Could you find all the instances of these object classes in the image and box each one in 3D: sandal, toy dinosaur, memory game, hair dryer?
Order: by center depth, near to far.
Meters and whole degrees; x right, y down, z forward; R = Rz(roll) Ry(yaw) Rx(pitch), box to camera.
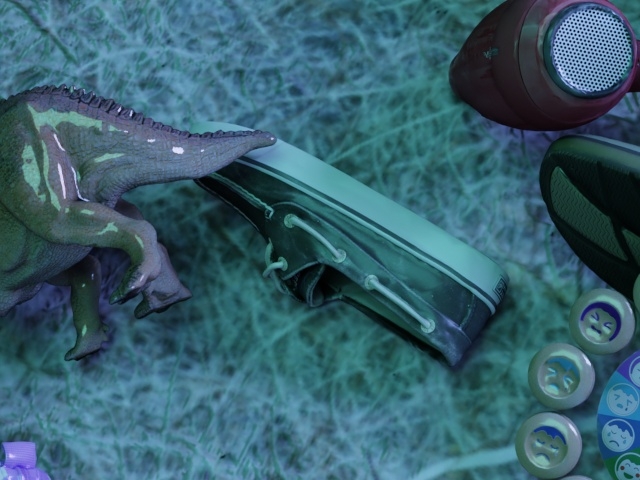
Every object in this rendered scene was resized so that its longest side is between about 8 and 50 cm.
[{"bbox_3d":[0.195,0.102,1.017,0.186,0.012,0.186,0,89,19],"label":"memory game"},{"bbox_3d":[0.269,-0.009,1.037,0.302,0.120,0.086,9,53,12],"label":"sandal"},{"bbox_3d":[0.187,-0.085,1.061,0.293,0.223,0.080,8,85,36],"label":"hair dryer"},{"bbox_3d":[-0.182,-0.029,1.112,0.295,0.127,0.200,-30,81,25],"label":"toy dinosaur"}]

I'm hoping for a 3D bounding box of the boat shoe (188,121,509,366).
[{"bbox_3d":[0.000,0.000,1.114,0.219,0.078,0.070,28,76,22],"label":"boat shoe"}]

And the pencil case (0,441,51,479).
[{"bbox_3d":[-0.162,0.220,1.050,0.088,0.086,0.206,-54,49,38],"label":"pencil case"}]
